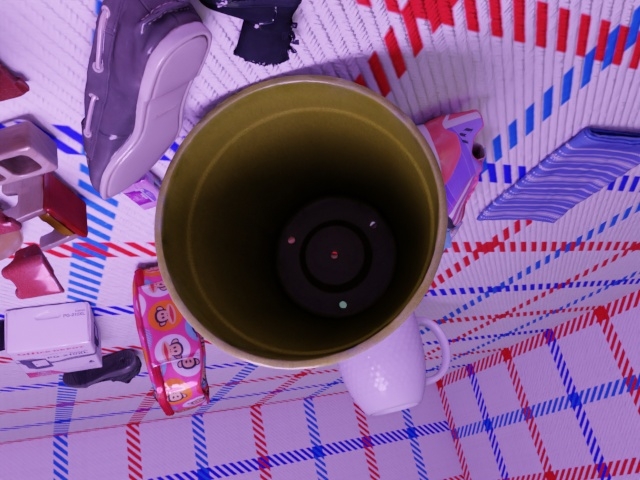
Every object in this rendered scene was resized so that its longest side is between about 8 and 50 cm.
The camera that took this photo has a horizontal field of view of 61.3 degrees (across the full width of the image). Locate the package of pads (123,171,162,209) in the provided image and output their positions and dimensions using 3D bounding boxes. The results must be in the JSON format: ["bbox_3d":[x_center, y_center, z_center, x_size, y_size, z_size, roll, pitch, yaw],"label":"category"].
[{"bbox_3d":[-0.274,-0.080,0.838,0.050,0.032,0.083,-18,156,7],"label":"package of pads"}]

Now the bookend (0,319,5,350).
[{"bbox_3d":[-0.784,0.201,1.140,0.156,0.072,0.157,-16,155,5],"label":"bookend"}]

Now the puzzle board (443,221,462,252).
[{"bbox_3d":[0.272,0.004,1.280,0.096,0.011,0.128,0,133,-28],"label":"puzzle board"}]

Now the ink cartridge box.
[{"bbox_3d":[-0.618,0.237,1.270,0.171,0.100,0.237,-6,155,-18],"label":"ink cartridge box"}]

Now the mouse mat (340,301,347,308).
[{"bbox_3d":[0.052,0.159,1.479,0.189,0.007,0.153,-21,133,4],"label":"mouse mat"}]

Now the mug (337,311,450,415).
[{"bbox_3d":[0.231,0.352,1.681,0.373,0.328,0.276,-5,155,-18],"label":"mug"}]

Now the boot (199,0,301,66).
[{"bbox_3d":[-0.078,-0.237,0.585,0.121,0.045,0.099,-6,158,-19],"label":"boot"}]

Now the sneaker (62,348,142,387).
[{"bbox_3d":[-0.648,0.401,1.631,0.227,0.087,0.130,-17,150,-4],"label":"sneaker"}]

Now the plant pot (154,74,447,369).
[{"bbox_3d":[0.000,0.000,0.825,0.366,0.367,0.353,-17,167,8],"label":"plant pot"}]

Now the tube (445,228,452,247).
[{"bbox_3d":[0.192,-0.003,1.213,0.207,0.080,0.052,-11,-162,1],"label":"tube"}]

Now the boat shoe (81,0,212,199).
[{"bbox_3d":[-0.222,-0.165,0.633,0.112,0.095,0.335,-41,-179,-39],"label":"boat shoe"}]

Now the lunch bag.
[{"bbox_3d":[-0.309,0.212,1.146,0.120,0.293,0.258,-12,156,-14],"label":"lunch bag"}]

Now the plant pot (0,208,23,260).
[{"bbox_3d":[-0.583,-0.017,0.817,0.236,0.032,0.236,-11,155,-5],"label":"plant pot"}]

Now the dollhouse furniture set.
[{"bbox_3d":[-0.374,-0.051,0.643,0.152,0.201,0.374,-15,155,4],"label":"dollhouse furniture set"}]

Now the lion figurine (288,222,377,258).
[{"bbox_3d":[-0.071,0.060,1.165,0.240,0.142,0.392,17,128,-37],"label":"lion figurine"}]

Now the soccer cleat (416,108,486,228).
[{"bbox_3d":[0.239,-0.114,0.949,0.116,0.109,0.318,-23,152,11],"label":"soccer cleat"}]

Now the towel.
[{"bbox_3d":[0.528,-0.123,1.153,0.243,0.040,0.336,-1,153,-25],"label":"towel"}]
